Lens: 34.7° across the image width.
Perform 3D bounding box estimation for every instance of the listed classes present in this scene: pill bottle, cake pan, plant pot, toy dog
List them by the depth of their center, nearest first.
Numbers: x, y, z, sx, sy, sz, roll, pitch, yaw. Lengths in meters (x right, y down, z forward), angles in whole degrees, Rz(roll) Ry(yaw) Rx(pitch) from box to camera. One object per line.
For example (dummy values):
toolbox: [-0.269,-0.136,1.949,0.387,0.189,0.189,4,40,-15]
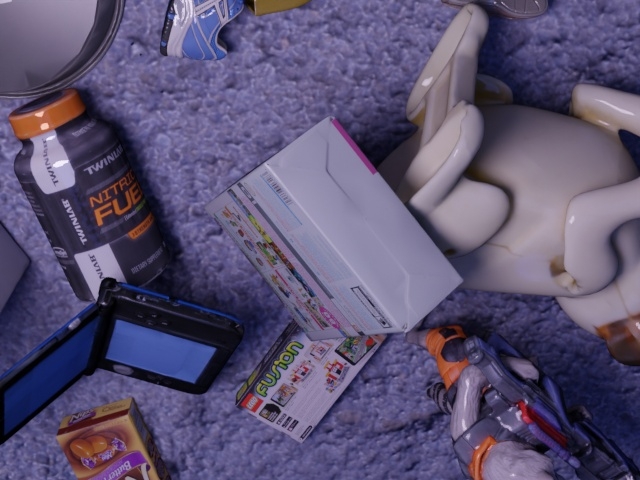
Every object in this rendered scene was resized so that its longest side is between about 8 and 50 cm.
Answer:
plant pot: [-0.043,-0.307,1.172,0.083,0.081,0.081,-7,114,-11]
cake pan: [-0.376,-0.299,1.181,0.293,0.054,0.293,0,113,-1]
toy dog: [0.271,-0.011,1.198,0.408,0.284,0.395,23,124,-10]
pill bottle: [-0.287,-0.058,1.243,0.131,0.130,0.245,-18,113,7]

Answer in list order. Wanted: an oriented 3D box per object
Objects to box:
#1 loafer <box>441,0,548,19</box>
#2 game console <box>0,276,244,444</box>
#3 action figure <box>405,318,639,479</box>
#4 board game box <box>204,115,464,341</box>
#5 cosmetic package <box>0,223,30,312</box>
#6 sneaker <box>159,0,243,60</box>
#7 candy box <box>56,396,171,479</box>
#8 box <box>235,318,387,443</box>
loafer: [0.204,-0.285,1.209,0.125,0.039,0.045,8,80,-7]
game console: [-0.254,0.179,1.247,0.250,0.173,0.293,18,154,-9]
action figure: [0.240,0.235,1.266,0.341,0.330,0.178,42,104,-16]
board game box: [0.000,0.000,1.158,0.097,0.303,0.224,-40,97,-19]
cosmetic package: [-0.620,0.058,1.182,0.394,0.327,0.329,-31,110,11]
sneaker: [-0.123,-0.304,1.176,0.081,0.080,0.211,14,122,-14]
candy box: [-0.283,0.323,1.450,0.109,0.053,0.186,-18,114,6]
box: [-0.014,0.171,1.396,0.114,0.036,0.207,32,109,-14]
